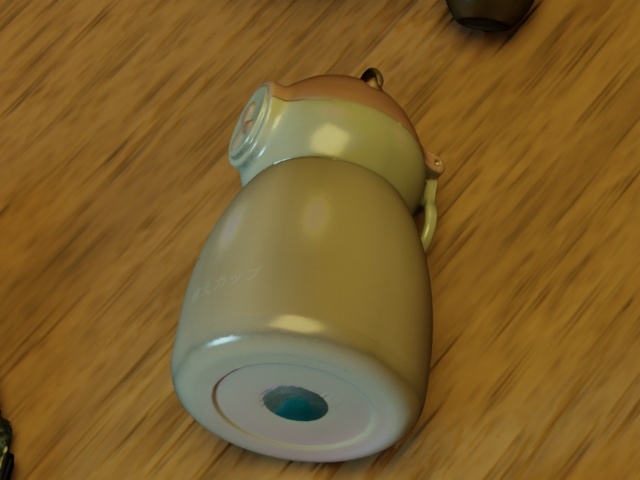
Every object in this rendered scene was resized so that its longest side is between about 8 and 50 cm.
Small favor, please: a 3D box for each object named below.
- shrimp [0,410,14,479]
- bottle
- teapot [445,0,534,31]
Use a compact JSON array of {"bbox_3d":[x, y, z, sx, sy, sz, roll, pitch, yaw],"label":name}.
[{"bbox_3d":[-0.339,0.064,1.047,0.272,0.085,0.445,-11,64,-6],"label":"shrimp"},{"bbox_3d":[0.000,0.000,1.016,0.147,0.147,0.237,4,55,7],"label":"bottle"},{"bbox_3d":[0.105,-0.184,1.160,0.110,0.085,0.080,5,83,39],"label":"teapot"}]
